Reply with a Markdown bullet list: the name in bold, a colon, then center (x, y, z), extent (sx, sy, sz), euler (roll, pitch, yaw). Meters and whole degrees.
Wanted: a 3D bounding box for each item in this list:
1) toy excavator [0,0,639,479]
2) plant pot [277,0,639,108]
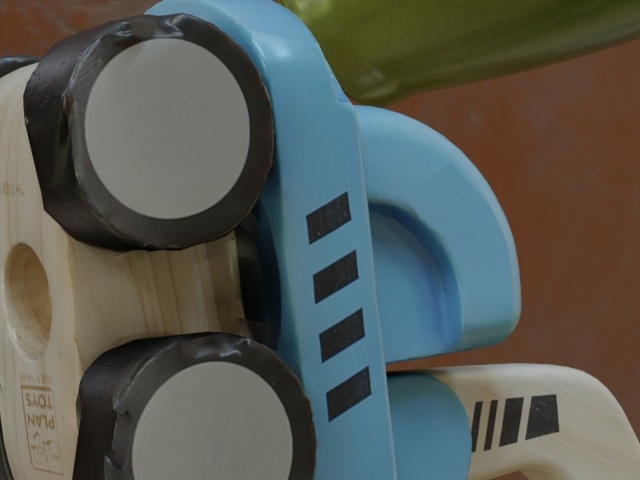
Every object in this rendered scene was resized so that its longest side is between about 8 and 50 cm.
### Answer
- **toy excavator**: center (0.041, 0.080, 0.894), extent (0.445, 0.222, 0.433), euler (-8, 92, -31)
- **plant pot**: center (0.143, -0.291, 1.439), extent (0.366, 0.353, 0.366), euler (48, 27, -35)
